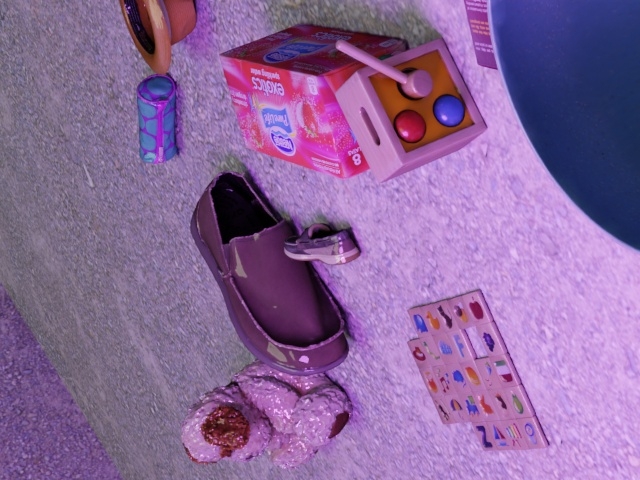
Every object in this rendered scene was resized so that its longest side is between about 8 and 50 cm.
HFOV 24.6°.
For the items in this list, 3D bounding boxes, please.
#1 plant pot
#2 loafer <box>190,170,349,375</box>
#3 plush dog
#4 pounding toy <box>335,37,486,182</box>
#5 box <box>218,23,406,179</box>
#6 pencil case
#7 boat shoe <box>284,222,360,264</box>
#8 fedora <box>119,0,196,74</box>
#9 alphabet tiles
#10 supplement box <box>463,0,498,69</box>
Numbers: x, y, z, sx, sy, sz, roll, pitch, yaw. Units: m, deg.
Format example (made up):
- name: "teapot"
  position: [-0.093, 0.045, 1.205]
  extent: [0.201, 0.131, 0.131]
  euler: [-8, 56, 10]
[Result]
- name: "plant pot"
  position: [0.280, -0.152, 1.023]
  extent: [0.290, 0.195, 0.290]
  euler: [47, 150, 38]
- name: "loafer"
  position: [-0.084, 0.040, 2.082]
  extent: [0.366, 0.134, 0.130]
  euler: [51, 153, 32]
- name: "plush dog"
  position: [-0.107, 0.258, 2.222]
  extent: [0.210, 0.225, 0.262]
  euler: [61, 157, 11]
- name: "pounding toy"
  position: [0.084, -0.150, 1.536]
  extent: [0.141, 0.130, 0.100]
  euler: [64, 157, 5]
- name: "box"
  position: [-0.001, -0.167, 1.715]
  extent: [0.257, 0.123, 0.128]
  euler: [23, 133, 58]
- name: "pencil case"
  position: [-0.258, -0.190, 2.330]
  extent: [0.151, 0.064, 0.070]
  euler: [94, 160, -49]
- name: "boat shoe"
  position: [0.000, 0.000, 1.973]
  extent: [0.152, 0.056, 0.049]
  euler: [6, 113, 53]
- name: "fedora"
  position: [-0.230, -0.333, 2.112]
  extent: [0.194, 0.079, 0.194]
  euler: [56, 159, 35]
- name: "alphabet tiles"
  position: [0.179, 0.166, 1.793]
  extent: [0.198, 0.009, 0.237]
  euler: [66, 158, 0]
- name: "supplement box"
  position: [0.178, -0.251, 1.269]
  extent: [0.081, 0.104, 0.188]
  euler: [24, 133, 59]
